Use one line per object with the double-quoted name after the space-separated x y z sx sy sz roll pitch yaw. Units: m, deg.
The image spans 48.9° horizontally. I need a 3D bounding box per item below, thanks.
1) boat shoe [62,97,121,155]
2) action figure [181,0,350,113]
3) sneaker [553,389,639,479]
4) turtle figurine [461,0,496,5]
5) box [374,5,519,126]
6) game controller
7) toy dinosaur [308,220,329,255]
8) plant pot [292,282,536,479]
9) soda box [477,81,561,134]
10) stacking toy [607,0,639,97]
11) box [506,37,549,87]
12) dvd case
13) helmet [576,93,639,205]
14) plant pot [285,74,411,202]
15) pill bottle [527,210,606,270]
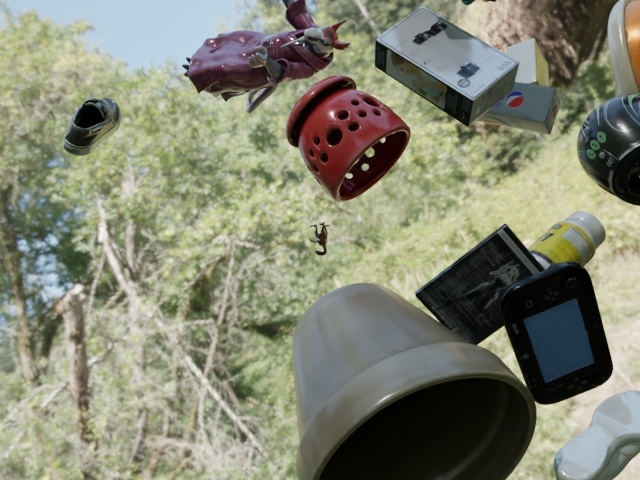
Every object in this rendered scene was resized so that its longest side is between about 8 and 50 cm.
-0.454 -0.249 1.431 0.219 0.078 0.070 -84 18 -56 "boat shoe"
-0.091 -0.362 1.450 0.371 0.248 0.275 -1 -32 33 "action figure"
0.400 0.289 0.976 0.212 0.094 0.080 -27 36 -21 "sneaker"
0.390 -0.616 1.648 0.234 0.118 0.175 -32 28 -29 "turtle figurine"
0.283 -0.404 1.614 0.169 0.290 0.087 -41 -26 -21 "box"
0.433 0.177 1.288 0.167 0.319 0.067 -28 32 -1 "game controller"
0.000 0.000 1.648 0.047 0.082 0.090 -17 13 -9 "toy dinosaur"
0.089 0.217 1.004 0.323 0.323 0.280 -27 39 -5 "plant pot"
0.467 -0.358 1.833 0.287 0.098 0.091 17 -5 31 "soda box"
0.864 -0.399 1.418 0.480 0.350 0.351 -14 4 39 "stacking toy"
0.634 -0.502 2.149 0.091 0.170 0.130 -12 -32 33 "box"
0.319 0.094 1.359 0.221 0.164 0.018 -40 12 16 "dvd case"
0.486 -0.148 1.094 0.170 0.169 0.161 -29 36 19 "helmet"
0.043 -0.193 1.306 0.191 0.174 0.191 -38 -20 -16 "plant pot"
0.563 0.027 1.644 0.209 0.119 0.119 -37 -2 -23 "pill bottle"
